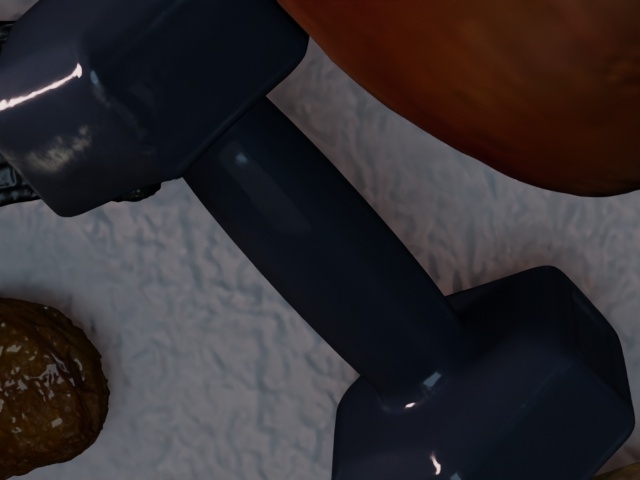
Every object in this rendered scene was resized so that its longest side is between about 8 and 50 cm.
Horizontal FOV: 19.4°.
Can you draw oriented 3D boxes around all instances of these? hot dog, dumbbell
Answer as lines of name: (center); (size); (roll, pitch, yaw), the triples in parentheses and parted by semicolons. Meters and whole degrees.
hot dog: (-0.180, 0.083, 0.946); (0.147, 0.065, 0.099); (-21, 104, -1)
dumbbell: (-0.001, 0.000, 0.832); (0.156, 0.143, 0.316); (-19, 120, 46)

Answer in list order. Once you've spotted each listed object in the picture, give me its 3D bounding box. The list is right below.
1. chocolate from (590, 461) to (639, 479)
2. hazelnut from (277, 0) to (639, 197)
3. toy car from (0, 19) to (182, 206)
chocolate: (0.104, 0.206, 0.930); (0.309, 0.134, 0.134); (-31, 102, 15)
hazelnut: (0.098, -0.206, 0.659); (0.421, 0.421, 0.352); (29, 101, -4)
toy car: (-0.162, -0.062, 0.889); (0.216, 0.063, 0.103); (-9, 105, -7)
